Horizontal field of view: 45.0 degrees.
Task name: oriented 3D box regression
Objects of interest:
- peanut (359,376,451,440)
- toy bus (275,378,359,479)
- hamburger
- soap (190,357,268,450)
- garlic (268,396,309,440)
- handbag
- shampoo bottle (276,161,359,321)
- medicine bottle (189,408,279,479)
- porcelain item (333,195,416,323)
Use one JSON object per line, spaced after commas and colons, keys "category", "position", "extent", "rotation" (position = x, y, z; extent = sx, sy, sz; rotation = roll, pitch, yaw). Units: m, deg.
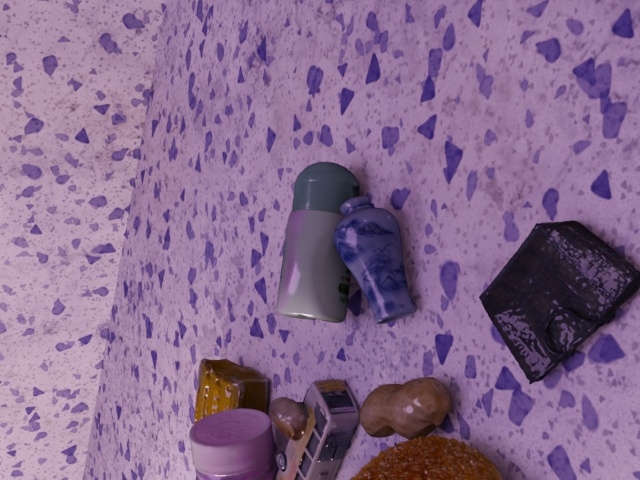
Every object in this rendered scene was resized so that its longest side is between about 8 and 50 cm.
{"category": "peanut", "position": [0.156, 0.329, 1.501], "extent": [0.263, 0.101, 0.117], "rotation": [-24, 49, 57]}
{"category": "toy bus", "position": [-0.016, 0.482, 1.780], "extent": [0.138, 0.097, 0.343], "rotation": [53, 132, 48]}
{"category": "hamburger", "position": [0.171, 0.455, 1.299], "extent": [0.302, 0.302, 0.170], "rotation": [11, 117, 58]}
{"category": "soap", "position": [-0.258, 0.490, 2.137], "extent": [0.259, 0.143, 0.281], "rotation": [16, 103, 53]}
{"category": "garlic", "position": [-0.083, 0.391, 1.737], "extent": [0.152, 0.066, 0.084], "rotation": [27, 114, 54]}
{"category": "handbag", "position": [0.363, 0.088, 1.198], "extent": [0.175, 0.088, 0.270], "rotation": [58, 136, 31]}
{"category": "shampoo bottle", "position": [0.000, 0.000, 1.696], "extent": [0.151, 0.222, 0.350], "rotation": [4, 81, 19]}
{"category": "medicine bottle", "position": [-0.202, 0.609, 1.917], "extent": [0.212, 0.212, 0.326], "rotation": [14, 112, 58]}
{"category": "porcelain item", "position": [0.112, 0.036, 1.564], "extent": [0.141, 0.141, 0.259], "rotation": [-39, 67, 51]}
